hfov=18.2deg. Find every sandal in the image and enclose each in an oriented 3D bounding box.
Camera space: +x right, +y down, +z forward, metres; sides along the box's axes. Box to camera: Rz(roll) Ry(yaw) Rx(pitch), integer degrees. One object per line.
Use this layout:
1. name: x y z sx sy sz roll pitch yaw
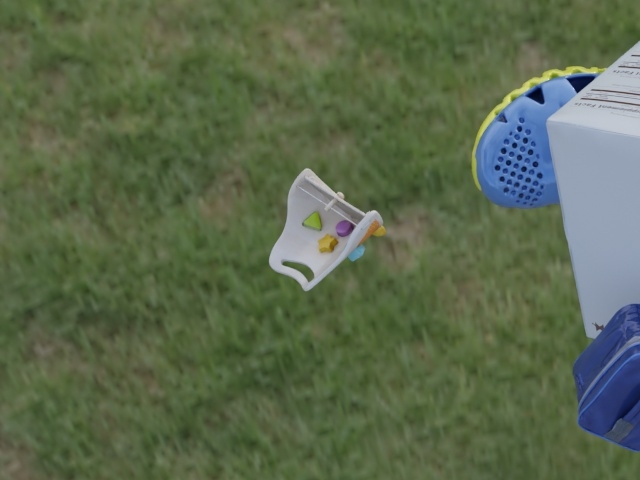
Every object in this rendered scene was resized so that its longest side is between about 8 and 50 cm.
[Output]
1. sandal: 0.298 -0.107 1.905 0.317 0.126 0.138 -19 21 -7

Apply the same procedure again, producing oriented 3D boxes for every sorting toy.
1. sorting toy: 0.000 0.000 1.465 0.075 0.045 0.083 -49 46 -7

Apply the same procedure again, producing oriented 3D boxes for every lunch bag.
1. lunch bag: 0.225 0.097 1.395 0.067 0.098 0.065 21 38 -16

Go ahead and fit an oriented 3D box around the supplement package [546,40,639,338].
1. supplement package: 0.295 -0.044 1.463 0.149 0.194 0.203 14 40 40
